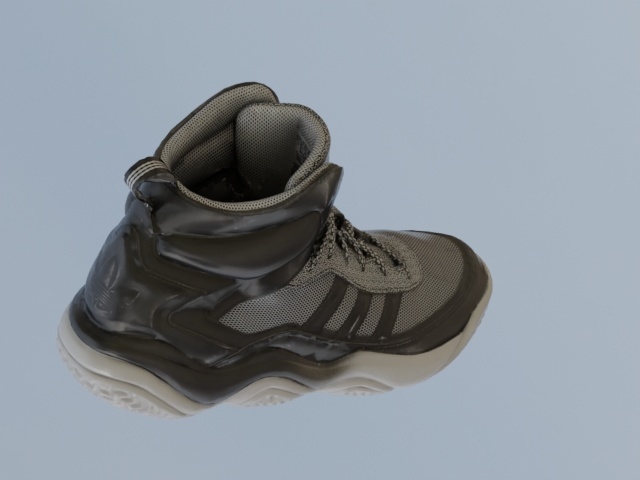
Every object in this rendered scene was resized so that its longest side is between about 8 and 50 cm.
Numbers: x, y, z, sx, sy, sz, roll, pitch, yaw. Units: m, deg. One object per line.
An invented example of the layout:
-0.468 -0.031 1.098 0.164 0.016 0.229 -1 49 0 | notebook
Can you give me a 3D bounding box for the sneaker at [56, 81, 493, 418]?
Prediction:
0.000 0.000 0.972 0.268 0.153 0.101 -9 -138 -37 | sneaker
